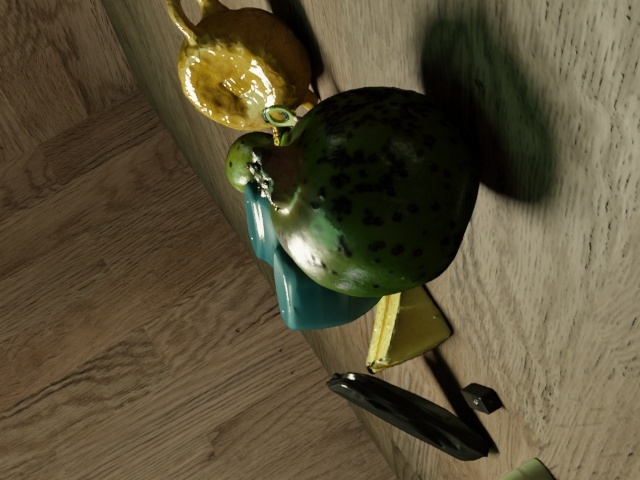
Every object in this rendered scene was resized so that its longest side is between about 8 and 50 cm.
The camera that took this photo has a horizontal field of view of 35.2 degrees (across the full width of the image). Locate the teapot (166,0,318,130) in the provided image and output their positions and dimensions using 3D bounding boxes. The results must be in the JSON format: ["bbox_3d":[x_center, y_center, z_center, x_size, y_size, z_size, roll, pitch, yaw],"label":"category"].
[{"bbox_3d":[-0.118,-0.293,1.565,0.311,0.203,0.167,41,-135,-29],"label":"teapot"}]

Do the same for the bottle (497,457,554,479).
[{"bbox_3d":[0.280,0.431,1.618,0.072,0.201,0.072,57,171,14],"label":"bottle"}]

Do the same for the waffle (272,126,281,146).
[{"bbox_3d":[-0.087,-0.217,2.009,0.085,0.016,0.078,-106,11,-77],"label":"waffle"}]

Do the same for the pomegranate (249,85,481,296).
[{"bbox_3d":[0.045,-0.057,1.134,0.254,0.270,0.254,-173,90,-71],"label":"pomegranate"}]

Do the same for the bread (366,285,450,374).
[{"bbox_3d":[0.146,0.159,1.796,0.141,0.178,0.266,26,170,3],"label":"bread"}]

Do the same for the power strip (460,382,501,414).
[{"bbox_3d":[0.268,0.266,1.693,0.038,0.029,0.111,60,171,-2],"label":"power strip"}]

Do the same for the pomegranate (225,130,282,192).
[{"bbox_3d":[-0.111,-0.156,2.083,0.169,0.148,0.148,13,143,32],"label":"pomegranate"}]

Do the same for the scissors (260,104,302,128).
[{"bbox_3d":[-0.023,-0.169,1.572,0.187,0.133,0.020,91,178,-71],"label":"scissors"}]

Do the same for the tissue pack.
[{"bbox_3d":[0.000,0.000,1.719,0.287,0.206,0.198,-119,17,-45],"label":"tissue pack"}]

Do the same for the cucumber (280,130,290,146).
[{"bbox_3d":[-0.015,-0.099,1.962,0.250,0.056,0.056,59,171,5],"label":"cucumber"}]

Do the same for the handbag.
[{"bbox_3d":[0.172,0.334,1.928,0.332,0.075,0.191,26,167,-6],"label":"handbag"}]
